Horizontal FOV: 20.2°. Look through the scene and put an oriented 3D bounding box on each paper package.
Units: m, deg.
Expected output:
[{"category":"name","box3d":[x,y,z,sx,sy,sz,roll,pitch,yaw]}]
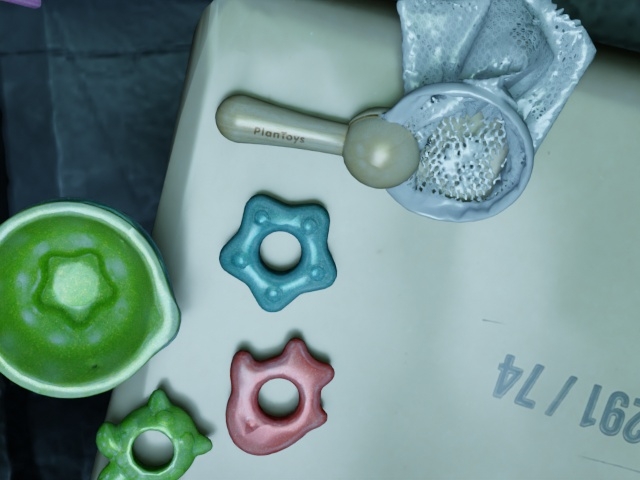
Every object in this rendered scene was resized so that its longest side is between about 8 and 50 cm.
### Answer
[{"category":"paper package","box3d":[0.080,0.070,0.736,0.325,0.168,0.309,14,98,-3]}]

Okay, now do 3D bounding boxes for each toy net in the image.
[{"category":"toy net","box3d":[0.000,0.000,0.618,0.232,0.045,0.122,-30,97,3]}]

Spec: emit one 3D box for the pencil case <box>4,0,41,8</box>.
[{"category":"pencil case","box3d":[-0.092,-0.280,0.682,0.160,0.167,0.386,4,99,2]}]
